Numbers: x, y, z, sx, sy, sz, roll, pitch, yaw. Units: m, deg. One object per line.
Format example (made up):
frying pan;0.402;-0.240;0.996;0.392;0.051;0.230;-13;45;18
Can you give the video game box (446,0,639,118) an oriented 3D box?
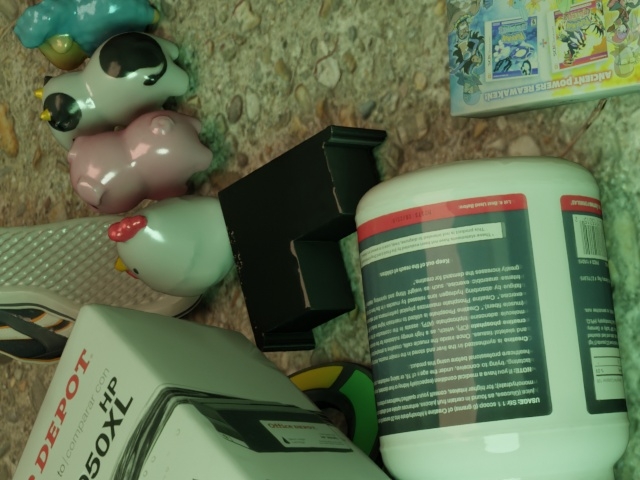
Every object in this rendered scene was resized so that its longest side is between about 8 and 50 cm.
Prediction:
video game box;0.188;-0.201;1.339;0.205;0.048;0.187;-6;83;45

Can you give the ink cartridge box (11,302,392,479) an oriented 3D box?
ink cartridge box;-0.089;0.263;1.269;0.395;0.166;0.285;39;109;51

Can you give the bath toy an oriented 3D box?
bath toy;-0.193;-0.091;1.635;0.151;0.129;0.348;-48;52;32

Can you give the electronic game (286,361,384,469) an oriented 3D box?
electronic game;-0.032;0.197;1.465;0.229;0.048;0.229;-30;29;19

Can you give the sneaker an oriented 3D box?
sneaker;-0.249;0.053;1.725;0.321;0.127;0.126;3;55;23

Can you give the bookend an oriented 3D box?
bookend;0.000;0.000;1.501;0.157;0.072;0.156;-29;69;40

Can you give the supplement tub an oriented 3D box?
supplement tub;0.132;0.084;1.282;0.191;0.191;0.272;-14;78;44
